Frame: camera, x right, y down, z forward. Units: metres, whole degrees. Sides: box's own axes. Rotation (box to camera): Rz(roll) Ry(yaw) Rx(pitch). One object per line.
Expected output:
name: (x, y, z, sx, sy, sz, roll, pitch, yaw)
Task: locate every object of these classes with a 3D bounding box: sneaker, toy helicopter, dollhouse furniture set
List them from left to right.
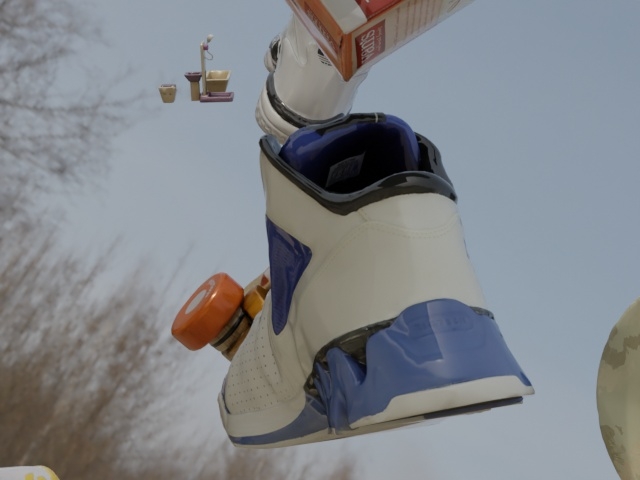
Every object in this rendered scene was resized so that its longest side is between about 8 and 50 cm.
dollhouse furniture set: (-0.154, -0.226, 1.424, 0.091, 0.081, 0.114, -1, 19, 0)
toy helicopter: (0.000, 0.000, 1.196, 0.140, 0.355, 0.235, 41, -57, -14)
sneaker: (0.019, -0.269, 1.457, 0.137, 0.365, 0.210, 24, -61, -8)
sneaker: (0.020, 0.026, 0.678, 0.128, 0.182, 0.315, -4, -12, -19)

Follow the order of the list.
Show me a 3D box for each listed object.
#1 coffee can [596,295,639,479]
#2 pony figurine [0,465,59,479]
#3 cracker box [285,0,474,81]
coffee can: (0.359, 0.096, 0.814, 0.275, 0.201, 0.202, -12, 13, -43)
pony figurine: (-0.418, 0.174, 0.987, 0.351, 0.303, 0.363, 57, 13, 4)
cracker box: (0.064, -0.214, 0.604, 0.155, 0.232, 0.067, 55, -7, 13)
